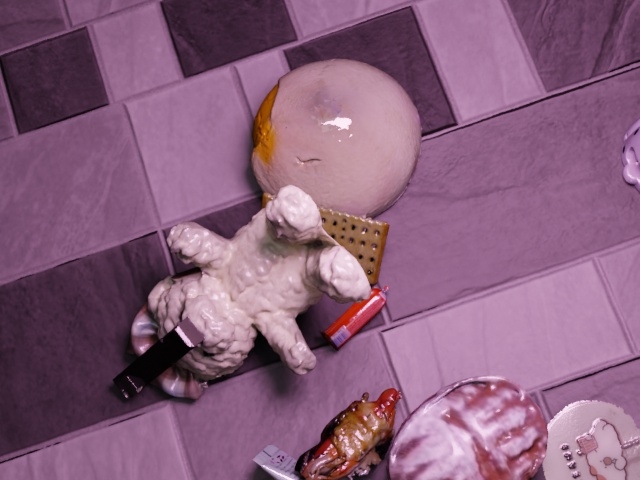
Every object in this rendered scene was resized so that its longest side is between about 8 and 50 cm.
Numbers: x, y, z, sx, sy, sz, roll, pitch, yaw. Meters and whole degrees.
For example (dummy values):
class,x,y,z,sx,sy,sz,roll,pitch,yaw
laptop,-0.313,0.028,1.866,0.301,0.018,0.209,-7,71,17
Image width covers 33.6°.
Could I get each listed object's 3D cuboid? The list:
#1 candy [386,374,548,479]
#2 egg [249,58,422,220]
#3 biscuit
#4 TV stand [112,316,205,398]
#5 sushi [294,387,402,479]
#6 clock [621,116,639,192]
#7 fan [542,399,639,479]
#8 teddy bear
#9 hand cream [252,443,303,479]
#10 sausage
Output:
class,x,y,z,sx,sy,sz,roll,pitch,yaw
candy,0.240,0.347,1.742,0.289,0.157,0.214,-39,79,-6
egg,0.025,-0.195,1.889,0.337,0.201,0.337,-1,77,4
biscuit,0.000,0.000,1.883,0.232,0.016,0.139,14,121,8
TV stand,-0.274,0.200,1.785,0.049,0.256,0.040,52,47,0
sushi,0.063,0.340,1.785,0.226,0.103,0.097,-43,41,-16
clock,0.628,-0.181,1.807,0.189,0.254,0.188,0,72,1
fan,0.532,0.340,1.794,0.329,0.009,0.190,-20,73,0
teddy bear,-0.147,0.111,1.748,0.362,0.375,0.327,-38,97,-12
hand cream,0.034,0.450,1.775,0.331,0.085,0.058,38,110,10
sausage,0.066,0.130,1.876,0.145,0.048,0.050,-43,37,-7
